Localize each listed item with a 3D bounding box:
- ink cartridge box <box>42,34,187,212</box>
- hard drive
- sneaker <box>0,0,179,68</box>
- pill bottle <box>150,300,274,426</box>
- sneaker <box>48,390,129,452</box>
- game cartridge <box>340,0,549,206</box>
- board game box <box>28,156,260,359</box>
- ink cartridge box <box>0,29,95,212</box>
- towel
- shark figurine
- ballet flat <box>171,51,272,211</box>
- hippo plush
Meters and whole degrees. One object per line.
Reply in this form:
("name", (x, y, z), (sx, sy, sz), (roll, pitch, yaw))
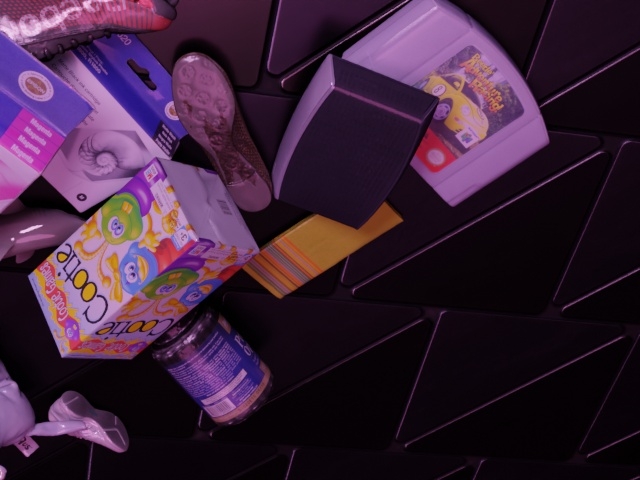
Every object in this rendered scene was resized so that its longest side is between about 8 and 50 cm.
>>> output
("ink cartridge box", (-0.300, -0.166, 1.395), (0.224, 0.045, 0.223), (-30, 126, 16))
("hard drive", (0.036, -0.119, 1.417), (0.172, 0.054, 0.255), (21, 138, -8))
("sneaker", (-0.310, -0.262, 1.262), (0.276, 0.097, 0.135), (5, 97, -8))
("pill bottle", (-0.180, 0.172, 1.622), (0.122, 0.123, 0.219), (-31, 113, 18))
("sneaker", (-0.386, 0.308, 1.769), (0.061, 0.054, 0.152), (-36, 117, 27))
("game cartridge", (0.175, -0.188, 1.432), (0.196, 0.060, 0.294), (-37, 124, 17))
("board game box", (-0.247, 0.032, 1.467), (0.275, 0.144, 0.142), (-40, 155, 23))
("ink cartridge box", (-0.489, -0.162, 1.273), (0.324, 0.071, 0.330), (38, 136, -20))
("towel", (0.000, 0.000, 1.584), (0.237, 0.021, 0.102), (-33, 129, 18))
("shark figurine", (-0.470, 0.035, 1.497), (0.278, 0.116, 0.166), (-37, 123, 19))
("ballet flat", (-0.129, -0.148, 1.431), (0.084, 0.058, 0.250), (-20, 123, 12))
("hippo plush", (-0.558, 0.305, 1.600), (0.234, 0.237, 0.294), (-26, 118, 19))
